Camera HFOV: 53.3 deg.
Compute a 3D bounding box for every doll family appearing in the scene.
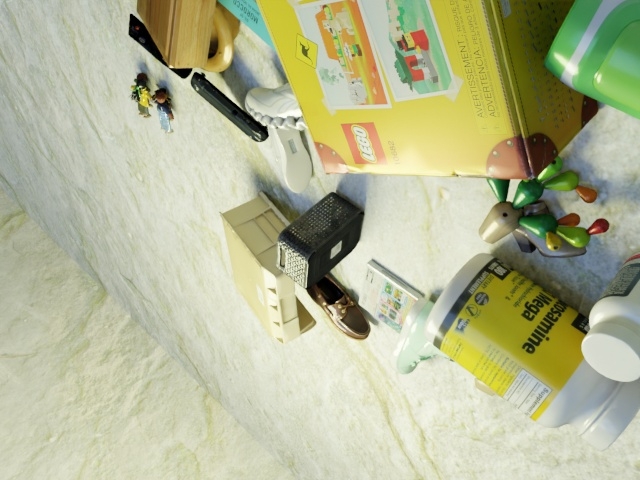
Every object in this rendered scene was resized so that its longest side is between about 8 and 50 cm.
[{"bbox_3d":[-0.415,-0.348,1.588,0.192,0.076,0.111,30,139,21],"label":"doll family"}]

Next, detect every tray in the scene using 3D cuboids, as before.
[{"bbox_3d":[-0.223,-0.511,1.019,0.203,0.076,0.411,57,144,35],"label":"tray"}]

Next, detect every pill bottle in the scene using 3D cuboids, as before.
[{"bbox_3d":[0.354,0.182,1.056,0.333,0.188,0.188,36,146,21],"label":"pill bottle"},{"bbox_3d":[0.436,0.104,0.876,0.108,0.180,0.108,33,145,27],"label":"pill bottle"}]

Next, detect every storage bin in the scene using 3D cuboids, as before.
[{"bbox_3d":[0.000,0.000,1.318,0.084,0.180,0.122,36,146,23],"label":"storage bin"},{"bbox_3d":[-0.119,0.070,1.532,0.260,0.123,0.262,47,153,39],"label":"storage bin"}]

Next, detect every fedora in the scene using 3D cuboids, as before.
[{"bbox_3d":[-0.219,-0.424,1.246,0.194,0.079,0.194,31,143,27],"label":"fedora"}]

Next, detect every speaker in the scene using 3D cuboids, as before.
[{"bbox_3d":[0.394,-0.169,0.659,0.296,0.131,0.131,29,144,12],"label":"speaker"}]

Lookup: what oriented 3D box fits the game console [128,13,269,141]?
[{"bbox_3d":[-0.253,-0.333,1.352,0.361,0.044,0.213,40,-176,-9],"label":"game console"}]

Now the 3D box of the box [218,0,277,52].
[{"bbox_3d":[-0.084,-0.401,1.081,0.244,0.100,0.060,43,147,11],"label":"box"}]

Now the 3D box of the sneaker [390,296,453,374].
[{"bbox_3d":[0.239,0.243,1.357,0.151,0.094,0.256,33,146,21],"label":"sneaker"}]

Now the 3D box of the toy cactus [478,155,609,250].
[{"bbox_3d":[0.297,-0.053,0.947,0.219,0.112,0.181,42,138,9],"label":"toy cactus"}]

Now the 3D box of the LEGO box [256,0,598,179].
[{"bbox_3d":[0.101,-0.339,0.822,0.372,0.193,0.501,9,130,47],"label":"LEGO box"}]

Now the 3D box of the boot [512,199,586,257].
[{"bbox_3d":[0.349,-0.021,0.994,0.118,0.042,0.087,3,116,39],"label":"boot"}]

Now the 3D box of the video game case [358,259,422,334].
[{"bbox_3d":[0.153,0.133,1.421,0.143,0.019,0.157,35,145,23],"label":"video game case"}]

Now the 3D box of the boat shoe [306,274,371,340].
[{"bbox_3d":[0.041,0.154,1.530,0.207,0.073,0.073,41,150,14],"label":"boat shoe"}]

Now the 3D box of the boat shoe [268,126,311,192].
[{"bbox_3d":[-0.071,-0.186,1.331,0.063,0.066,0.184,43,161,51],"label":"boat shoe"}]

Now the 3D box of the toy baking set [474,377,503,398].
[{"bbox_3d":[0.401,0.268,1.243,0.196,0.030,0.256,42,147,19],"label":"toy baking set"}]

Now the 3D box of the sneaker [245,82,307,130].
[{"bbox_3d":[-0.020,-0.258,1.163,0.292,0.110,0.118,19,126,34],"label":"sneaker"}]
